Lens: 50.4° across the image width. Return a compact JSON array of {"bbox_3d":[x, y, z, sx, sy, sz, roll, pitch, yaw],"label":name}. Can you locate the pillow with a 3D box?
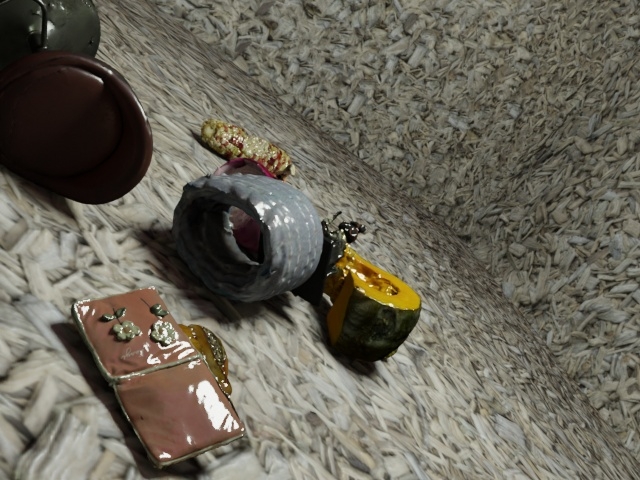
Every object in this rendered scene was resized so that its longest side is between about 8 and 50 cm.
[{"bbox_3d":[-0.190,0.152,0.790,0.126,0.043,0.232,-15,57,-43],"label":"pillow"}]

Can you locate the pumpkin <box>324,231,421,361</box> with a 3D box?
[{"bbox_3d":[0.055,0.113,1.345,0.280,0.139,0.190,33,24,22],"label":"pumpkin"}]

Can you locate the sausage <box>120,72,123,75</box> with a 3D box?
[{"bbox_3d":[-0.490,-0.381,1.598,0.024,0.024,0.132,39,17,-11],"label":"sausage"}]

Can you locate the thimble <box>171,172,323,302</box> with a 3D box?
[{"bbox_3d":[-0.125,-0.011,1.137,0.236,0.205,0.172,48,23,16],"label":"thimble"}]

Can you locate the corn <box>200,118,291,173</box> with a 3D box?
[{"bbox_3d":[-0.193,-0.240,1.799,0.290,0.098,0.098,26,22,-45],"label":"corn"}]

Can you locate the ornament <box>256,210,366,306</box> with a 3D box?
[{"bbox_3d":[0.000,0.000,1.302,0.153,0.166,0.196,30,39,24],"label":"ornament"}]

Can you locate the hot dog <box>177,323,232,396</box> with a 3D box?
[{"bbox_3d":[-0.158,0.157,0.876,0.090,0.060,0.140,26,25,-31],"label":"hot dog"}]

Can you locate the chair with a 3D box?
[{"bbox_3d":[-0.412,-0.243,1.050,0.226,0.226,0.401,25,23,-45],"label":"chair"}]

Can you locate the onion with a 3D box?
[{"bbox_3d":[-0.123,-0.062,1.372,0.207,0.200,0.201,14,-1,31],"label":"onion"}]

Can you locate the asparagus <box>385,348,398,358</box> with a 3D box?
[{"bbox_3d":[0.112,0.158,1.525,0.067,0.060,0.277,21,23,-27],"label":"asparagus"}]
